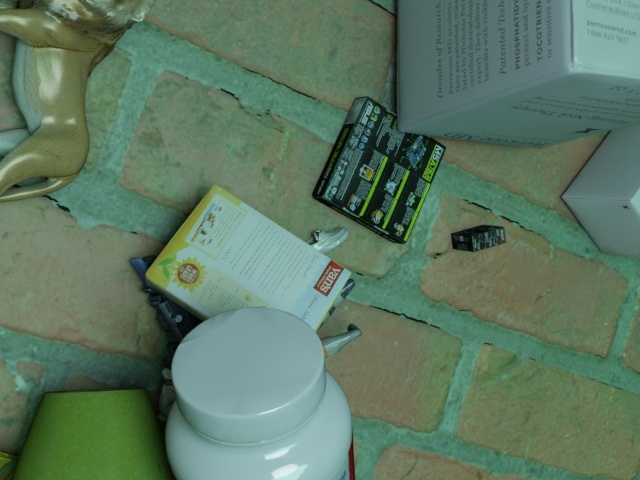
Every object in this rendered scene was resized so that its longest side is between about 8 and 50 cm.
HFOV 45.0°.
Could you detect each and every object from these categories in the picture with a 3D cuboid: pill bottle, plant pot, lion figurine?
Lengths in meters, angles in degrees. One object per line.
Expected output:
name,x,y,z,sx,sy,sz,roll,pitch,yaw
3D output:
pill bottle,-0.069,0.291,0.983,0.229,0.229,0.407,-24,131,-24
plant pot,-0.299,0.348,1.030,0.275,0.275,0.293,4,79,-27
lion figurine,-0.359,-0.205,1.021,0.240,0.142,0.392,3,107,-35

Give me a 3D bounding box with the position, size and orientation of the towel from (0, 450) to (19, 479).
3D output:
towel,-0.451,0.306,0.973,0.102,0.021,0.237,-52,159,-14

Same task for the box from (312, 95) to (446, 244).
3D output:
box,0.102,-0.116,1.298,0.184,0.045,0.190,27,81,-29

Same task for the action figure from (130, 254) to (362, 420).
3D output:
action figure,-0.120,0.135,1.137,0.330,0.179,0.341,-43,113,-27

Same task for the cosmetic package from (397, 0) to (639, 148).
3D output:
cosmetic package,0.357,-0.346,1.191,0.330,0.394,0.327,2,85,-27

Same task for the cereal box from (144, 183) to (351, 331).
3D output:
cereal box,-0.100,0.053,1.093,0.240,0.047,0.173,34,68,2

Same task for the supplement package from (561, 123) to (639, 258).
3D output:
supplement package,0.649,-0.127,1.502,0.293,0.175,0.177,-50,115,-15

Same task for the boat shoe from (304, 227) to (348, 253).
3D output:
boat shoe,0.000,0.000,1.261,0.100,0.035,0.035,-31,110,-15

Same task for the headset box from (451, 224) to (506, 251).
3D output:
headset box,0.288,-0.005,1.391,0.083,0.062,0.032,-13,101,-26
